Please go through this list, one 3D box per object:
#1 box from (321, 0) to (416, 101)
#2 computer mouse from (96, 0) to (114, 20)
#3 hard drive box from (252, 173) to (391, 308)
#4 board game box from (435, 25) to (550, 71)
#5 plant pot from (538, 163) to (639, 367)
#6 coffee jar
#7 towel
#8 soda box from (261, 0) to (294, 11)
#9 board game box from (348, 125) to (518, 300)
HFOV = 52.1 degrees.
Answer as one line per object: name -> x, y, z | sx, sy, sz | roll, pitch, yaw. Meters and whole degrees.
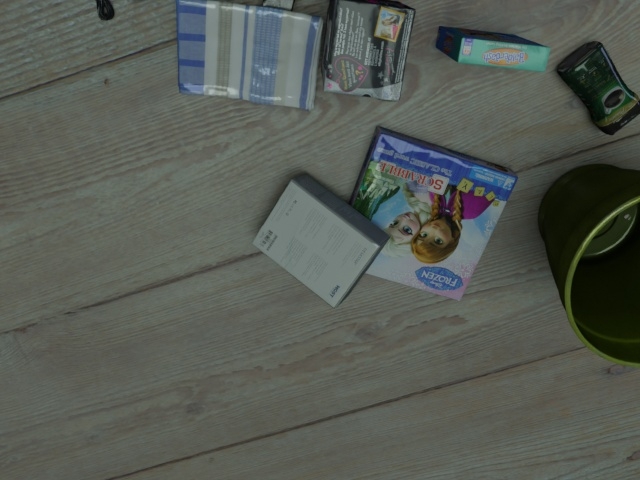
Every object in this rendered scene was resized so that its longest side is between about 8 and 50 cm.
box -> 0.077, -0.362, 1.210 | 0.142, 0.247, 0.163 | 7, 113, -3
computer mouse -> -0.347, -0.494, 1.254 | 0.193, 0.042, 0.105 | -9, 109, 8
hard drive box -> 0.000, 0.000, 1.398 | 0.232, 0.089, 0.181 | 39, 115, 9
board game box -> 0.318, -0.364, 1.237 | 0.160, 0.210, 0.047 | 6, 113, -3
plant pot -> 0.612, 0.005, 1.327 | 0.367, 0.353, 0.366 | -1, 113, -2
coffee jar -> 0.575, -0.308, 1.340 | 0.096, 0.079, 0.184 | -39, 108, 12
towel -> -0.141, -0.360, 1.284 | 0.285, 0.034, 0.209 | 7, 134, -4
soda box -> -0.073, -0.486, 1.257 | 0.060, 0.053, 0.168 | 14, 112, -8
board game box -> 0.220, -0.053, 1.445 | 0.319, 0.066, 0.317 | 16, 112, -8
